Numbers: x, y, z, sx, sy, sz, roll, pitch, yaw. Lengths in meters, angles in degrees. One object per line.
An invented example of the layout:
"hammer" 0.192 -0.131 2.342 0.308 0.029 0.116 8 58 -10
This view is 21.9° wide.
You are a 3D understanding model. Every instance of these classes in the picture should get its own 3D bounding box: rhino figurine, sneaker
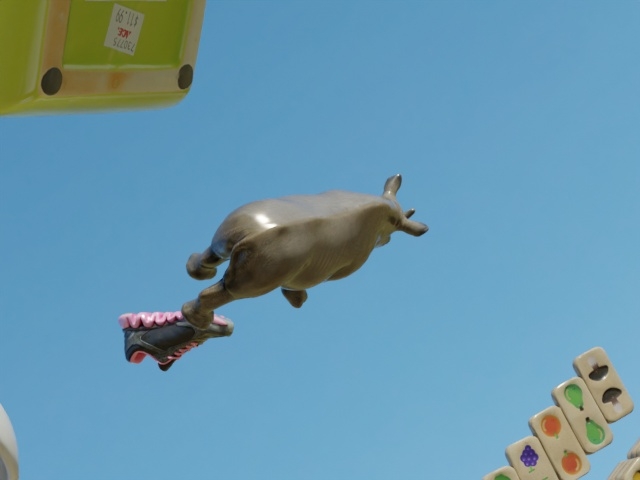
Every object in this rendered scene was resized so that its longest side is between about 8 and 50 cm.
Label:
"rhino figurine" 0.000 0.000 1.284 0.243 0.073 0.106 -14 -21 -47
"sneaker" -0.135 0.095 1.557 0.119 0.057 0.047 -4 -11 25

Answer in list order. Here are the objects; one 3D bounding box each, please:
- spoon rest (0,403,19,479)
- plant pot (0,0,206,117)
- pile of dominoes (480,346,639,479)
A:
"spoon rest" -0.290 0.067 0.975 0.137 0.276 0.084 -26 22 47
"plant pot" -0.195 -0.194 1.072 0.228 0.207 0.227 -9 -66 -57
"pile of dominoes" 0.213 0.222 1.237 0.251 0.196 0.040 -48 3 -24
